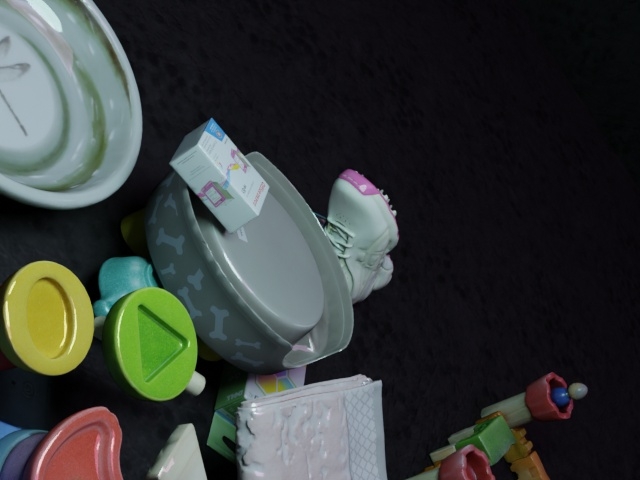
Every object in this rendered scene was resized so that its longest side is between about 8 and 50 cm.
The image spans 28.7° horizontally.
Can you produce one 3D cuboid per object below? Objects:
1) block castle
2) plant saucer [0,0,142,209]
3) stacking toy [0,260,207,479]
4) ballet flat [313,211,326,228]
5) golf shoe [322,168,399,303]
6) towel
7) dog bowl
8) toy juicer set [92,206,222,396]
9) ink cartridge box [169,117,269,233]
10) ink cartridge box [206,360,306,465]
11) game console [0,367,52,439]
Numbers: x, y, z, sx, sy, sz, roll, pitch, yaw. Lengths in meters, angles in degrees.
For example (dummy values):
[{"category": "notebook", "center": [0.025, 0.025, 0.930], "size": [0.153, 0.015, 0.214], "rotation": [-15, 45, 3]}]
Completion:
[{"category": "block castle", "center": [0.341, 0.424, 2.047], "size": [0.453, 0.213, 0.303], "rotation": [-22, 85, -58]}, {"category": "plant saucer", "center": [-0.403, -0.207, 1.576], "size": [0.400, 0.100, 0.400], "rotation": [33, 42, -37]}, {"category": "stacking toy", "center": [-0.270, 0.185, 1.387], "size": [0.279, 0.130, 0.309], "rotation": [2, 78, -53]}, {"category": "ballet flat", "center": [0.000, 0.000, 2.025], "size": [0.221, 0.077, 0.079], "rotation": [17, 73, -49]}, {"category": "golf shoe", "center": [0.041, 0.016, 1.897], "size": [0.115, 0.306, 0.140], "rotation": [38, 66, 25]}, {"category": "towel", "center": [-0.001, 0.358, 1.662], "size": [0.317, 0.053, 0.332], "rotation": [-5, 92, -56]}, {"category": "dog bowl", "center": [-0.100, 0.027, 1.699], "size": [0.349, 0.102, 0.349], "rotation": [44, 26, -28]}, {"category": "toy juicer set", "center": [-0.210, 0.104, 1.626], "size": [0.209, 0.089, 0.329], "rotation": [49, 24, -20]}, {"category": "ink cartridge box", "center": [-0.126, -0.082, 1.587], "size": [0.122, 0.052, 0.088], "rotation": [51, 23, -18]}, {"category": "ink cartridge box", "center": [-0.084, 0.216, 1.745], "size": [0.109, 0.062, 0.209], "rotation": [42, 38, -30]}, {"category": "game console", "center": [-0.414, 0.237, 1.272], "size": [0.342, 0.060, 0.386], "rotation": [29, 45, -41]}]
